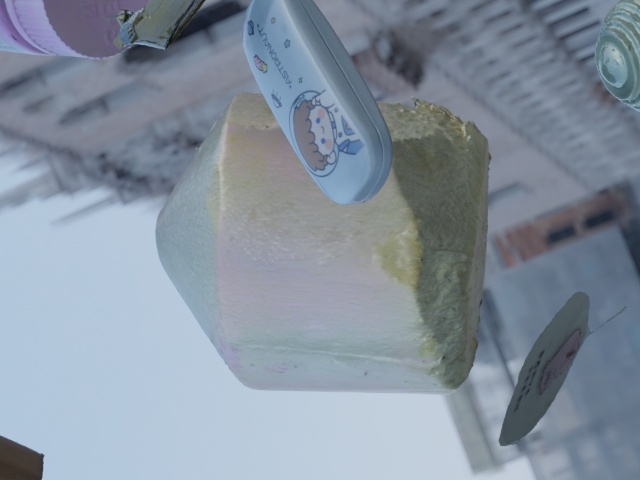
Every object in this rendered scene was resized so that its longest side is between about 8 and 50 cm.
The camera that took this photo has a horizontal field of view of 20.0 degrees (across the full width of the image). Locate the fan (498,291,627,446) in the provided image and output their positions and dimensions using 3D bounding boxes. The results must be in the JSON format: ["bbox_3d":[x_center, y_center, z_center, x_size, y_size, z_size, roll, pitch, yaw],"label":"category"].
[{"bbox_3d":[0.268,0.114,1.908,0.010,0.182,0.310,28,-151,22],"label":"fan"}]

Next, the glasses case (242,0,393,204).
[{"bbox_3d":[-0.004,-0.104,1.270,0.045,0.067,0.178,-8,-123,-37],"label":"glasses case"}]

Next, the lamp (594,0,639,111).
[{"bbox_3d":[0.323,-0.173,1.547,0.106,0.193,0.106,161,90,-75],"label":"lamp"}]

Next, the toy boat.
[{"bbox_3d":[-0.102,-0.191,1.310,0.049,0.149,0.047,40,-147,0],"label":"toy boat"}]

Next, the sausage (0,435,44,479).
[{"bbox_3d":[-0.406,0.223,1.808,0.253,0.123,0.123,26,-147,-21],"label":"sausage"}]

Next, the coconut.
[{"bbox_3d":[0.000,0.000,1.712,0.297,0.310,0.297,6,-90,-81],"label":"coconut"}]

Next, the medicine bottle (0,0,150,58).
[{"bbox_3d":[-0.338,-0.301,2.065,0.178,0.291,0.178,-14,-71,-44],"label":"medicine bottle"}]
